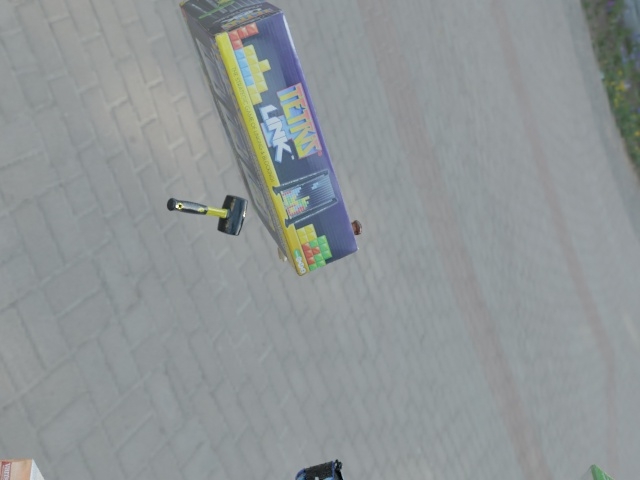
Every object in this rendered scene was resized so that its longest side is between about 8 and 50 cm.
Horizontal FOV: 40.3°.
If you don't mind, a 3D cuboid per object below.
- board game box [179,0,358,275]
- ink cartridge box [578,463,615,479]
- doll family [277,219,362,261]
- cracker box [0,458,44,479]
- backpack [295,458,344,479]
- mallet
[{"bbox_3d":[-0.037,-0.081,0.601,0.141,0.048,0.170,-130,-161,-61],"label":"board game box"},{"bbox_3d":[0.348,0.352,0.887,0.219,0.092,0.160,36,11,6],"label":"ink cartridge box"},{"bbox_3d":[0.000,0.000,1.475,0.193,0.111,0.076,-156,-121,-70],"label":"doll family"},{"bbox_3d":[-0.457,0.441,1.323,0.232,0.067,0.155,103,-14,-57],"label":"cracker box"},{"bbox_3d":[0.011,0.585,1.889,0.173,0.117,0.158,-104,-178,-73],"label":"backpack"},{"bbox_3d":[-0.170,-0.035,1.294,0.190,0.039,0.062,-7,111,-63],"label":"mallet"}]
